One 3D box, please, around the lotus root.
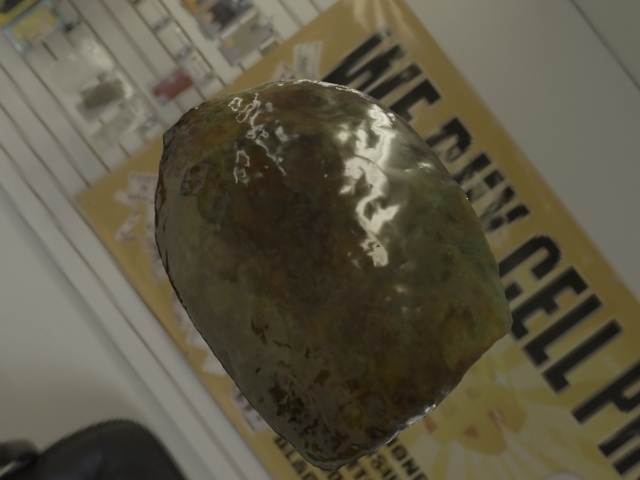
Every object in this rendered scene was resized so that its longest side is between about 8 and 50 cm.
[{"bbox_3d":[0.004,-0.003,0.850,0.314,0.210,0.142,56,-39,16],"label":"lotus root"}]
